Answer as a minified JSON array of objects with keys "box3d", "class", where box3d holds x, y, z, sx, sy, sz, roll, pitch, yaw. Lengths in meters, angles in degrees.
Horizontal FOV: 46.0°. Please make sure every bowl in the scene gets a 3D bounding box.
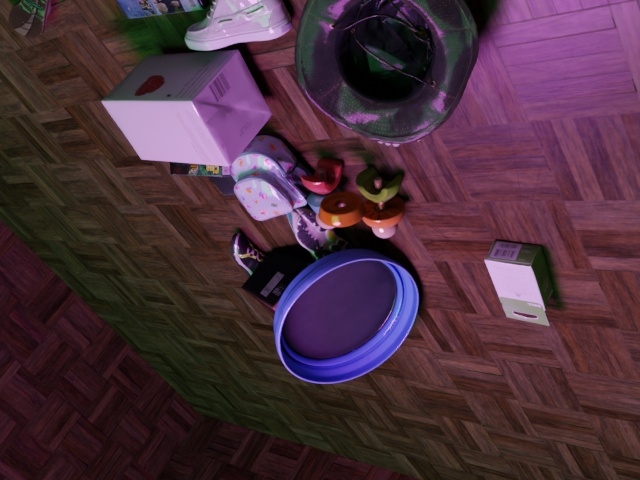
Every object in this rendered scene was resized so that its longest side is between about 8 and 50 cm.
[{"box3d":[0.062,0.190,1.916,0.077,0.391,0.391,53,173,49],"class":"bowl"}]

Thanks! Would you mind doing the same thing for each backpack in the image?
[{"box3d":[-0.125,-0.148,1.786,0.165,0.144,0.188,-14,119,43],"class":"backpack"}]

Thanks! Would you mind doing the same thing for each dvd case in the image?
[{"box3d":[-0.360,-0.546,1.547,0.253,0.022,0.180,8,141,38],"class":"dvd case"}]

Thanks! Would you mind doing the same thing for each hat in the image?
[{"box3d":[0.116,-0.337,1.277,0.331,0.134,0.331,11,131,13],"class":"hat"}]

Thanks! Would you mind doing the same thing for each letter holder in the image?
[{"box3d":[-0.057,0.163,2.089,0.214,0.152,0.302,43,171,-21],"class":"letter holder"}]

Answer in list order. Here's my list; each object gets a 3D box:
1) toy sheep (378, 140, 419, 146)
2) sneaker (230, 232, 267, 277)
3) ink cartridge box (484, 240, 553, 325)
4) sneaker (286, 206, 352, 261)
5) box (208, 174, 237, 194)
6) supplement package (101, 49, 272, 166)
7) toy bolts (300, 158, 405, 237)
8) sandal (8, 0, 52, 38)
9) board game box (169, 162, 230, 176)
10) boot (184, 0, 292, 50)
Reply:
[{"box3d":[0.138,-0.227,1.473,0.132,0.091,0.091,27,151,0],"class":"toy sheep"},{"box3d":[-0.182,0.058,2.249,0.097,0.084,0.235,-12,133,21],"class":"sneaker"},{"box3d":[0.447,0.095,1.671,0.109,0.062,0.209,8,143,37],"class":"ink cartridge box"},{"box3d":[0.000,0.000,1.964,0.110,0.107,0.275,43,171,49],"class":"sneaker"},{"box3d":[-0.238,-0.199,1.925,0.190,0.045,0.184,-3,133,48],"class":"box"},{"box3d":[-0.291,-0.288,1.636,0.292,0.178,0.175,8,141,37],"class":"supplement package"},{"box3d":[0.053,-0.062,1.686,0.228,0.218,0.159,21,136,35],"class":"toy bolts"},{"box3d":[-0.681,-0.569,1.803,0.090,0.060,0.219,32,137,-9],"class":"sandal"},{"box3d":[-0.300,-0.225,1.846,0.259,0.030,0.136,9,99,51],"class":"board game box"},{"box3d":[-0.179,-0.449,1.461,0.258,0.095,0.123,0,132,32],"class":"boot"}]
